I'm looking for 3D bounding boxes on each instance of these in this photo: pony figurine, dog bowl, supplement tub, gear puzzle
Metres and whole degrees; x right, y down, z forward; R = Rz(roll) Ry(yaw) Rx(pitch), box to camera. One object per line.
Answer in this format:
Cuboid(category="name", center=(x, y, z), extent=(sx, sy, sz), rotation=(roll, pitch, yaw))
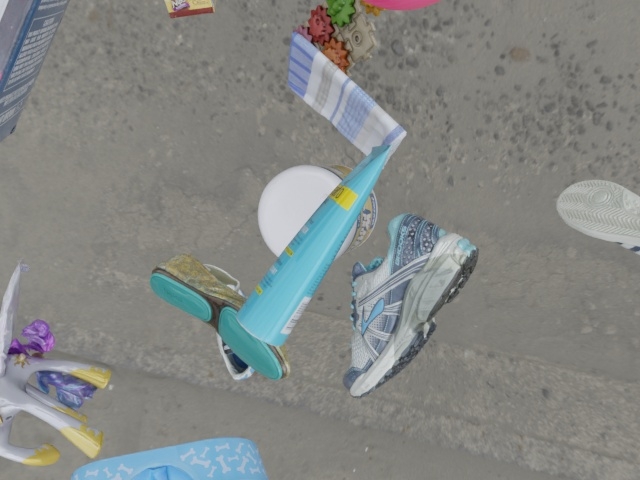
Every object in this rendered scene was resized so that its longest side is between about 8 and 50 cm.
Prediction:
Cuboid(category="pony figurine", center=(-0.590, 0.249, 1.075), extent=(0.363, 0.351, 0.303), rotation=(34, 105, -28))
Cuboid(category="dog bowl", center=(-0.221, 0.355, 0.823), extent=(0.297, 0.166, 0.074), rotation=(-9, 55, -7))
Cuboid(category="supplement tub", center=(0.006, -0.044, 0.867), extent=(0.144, 0.200, 0.144), rotation=(3, 99, 18))
Cuboid(category="gear puzzle", center=(0.040, -0.454, 1.245), extent=(0.044, 0.339, 0.175), rotation=(-23, 89, -36))

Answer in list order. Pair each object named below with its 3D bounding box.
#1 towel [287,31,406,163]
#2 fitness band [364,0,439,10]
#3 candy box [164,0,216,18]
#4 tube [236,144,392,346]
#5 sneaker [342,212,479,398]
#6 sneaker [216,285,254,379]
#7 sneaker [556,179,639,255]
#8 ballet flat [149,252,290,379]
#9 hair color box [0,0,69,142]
Cuboid(category="towel", center=(0.042, -0.265, 1.125), extent=(0.285, 0.209, 0.034), rotation=(43, 81, 1))
Cuboid(category="fitness band", center=(0.108, -0.367, 0.568), extent=(0.209, 0.054, 0.291), rotation=(45, 80, -17))
Cuboid(category="candy box", center=(-0.308, -0.613, 1.383), extent=(0.109, 0.053, 0.186), rotation=(-6, 51, 4))
Cuboid(category="tube", center=(0.000, 0.000, 0.526), extent=(0.052, 0.080, 0.207), rotation=(33, 93, -15))
Cuboid(category="sneaker", center=(0.090, 0.085, 0.743), extent=(0.122, 0.110, 0.283), rotation=(40, 123, 22))
Cuboid(category="sneaker", center=(-0.192, 0.191, 1.241), extent=(0.085, 0.086, 0.237), rotation=(-15, 101, 7))
Cuboid(category="sneaker", center=(0.664, -0.019, 1.190), extent=(0.131, 0.148, 0.350), rotation=(-54, 39, -2))
Cuboid(category="ballet flat", center=(-0.174, 0.130, 1.103), extent=(0.348, 0.123, 0.123), rotation=(31, 90, 19))
Cuboid(category="hair color box", center=(-0.196, -0.230, 0.293), extent=(0.174, 0.105, 0.347), rotation=(26, 107, -22))
